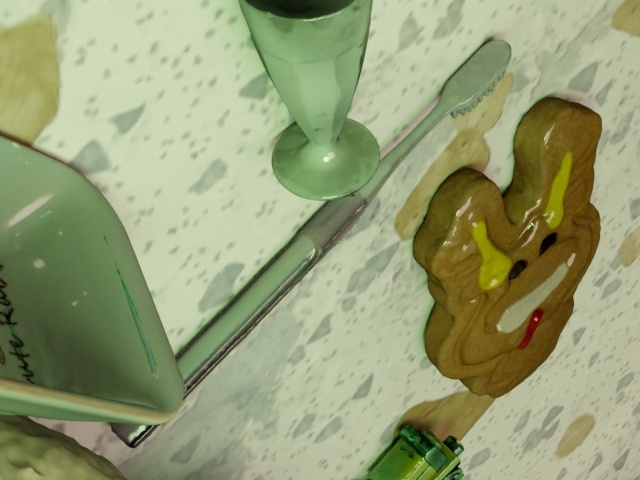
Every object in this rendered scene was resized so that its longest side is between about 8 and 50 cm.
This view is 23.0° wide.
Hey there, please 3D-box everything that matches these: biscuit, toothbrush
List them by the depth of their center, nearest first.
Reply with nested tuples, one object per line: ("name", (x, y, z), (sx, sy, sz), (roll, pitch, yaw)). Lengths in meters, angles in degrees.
("toothbrush", (0.000, 0.000, 1.000), (0.354, 0.024, 0.029), (-46, 158, -9))
("biscuit", (0.152, 0.024, 1.206), (0.186, 0.044, 0.295), (-39, 147, -15))

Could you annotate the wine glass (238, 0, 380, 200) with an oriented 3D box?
("wine glass", (-0.003, -0.094, 0.852), (0.073, 0.073, 0.155), (-38, 151, -19))

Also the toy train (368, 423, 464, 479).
("toy train", (0.064, 0.201, 1.283), (0.122, 0.050, 0.081), (-48, 142, -2))

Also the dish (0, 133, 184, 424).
("dish", (-0.154, 0.025, 0.729), (0.064, 0.154, 0.234), (-34, 153, 19))

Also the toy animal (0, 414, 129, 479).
("toy animal", (-0.170, 0.209, 0.796), (0.226, 0.358, 0.188), (-41, -163, 20))
